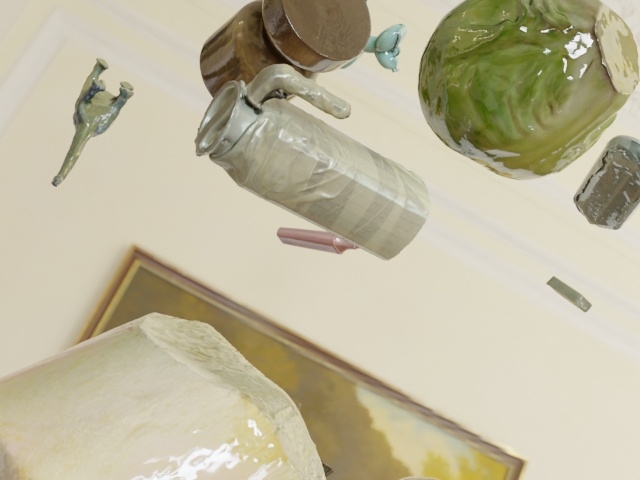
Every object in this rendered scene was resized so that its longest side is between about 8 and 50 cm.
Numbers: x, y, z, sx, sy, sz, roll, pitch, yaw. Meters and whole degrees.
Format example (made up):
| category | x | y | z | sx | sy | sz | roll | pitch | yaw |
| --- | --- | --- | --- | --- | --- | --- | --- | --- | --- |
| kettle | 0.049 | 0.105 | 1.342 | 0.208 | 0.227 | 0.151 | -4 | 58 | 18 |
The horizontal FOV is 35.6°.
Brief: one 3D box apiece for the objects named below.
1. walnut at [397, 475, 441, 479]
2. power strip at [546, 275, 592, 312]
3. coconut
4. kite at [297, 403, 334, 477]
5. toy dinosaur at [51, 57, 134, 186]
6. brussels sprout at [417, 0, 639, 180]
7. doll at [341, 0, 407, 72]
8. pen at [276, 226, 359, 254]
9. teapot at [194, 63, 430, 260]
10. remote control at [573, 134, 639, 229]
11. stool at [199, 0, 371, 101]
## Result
| category | x | y | z | sx | sy | sz | roll | pitch | yaw |
| --- | --- | --- | --- | --- | --- | --- | --- | --- | --- |
| walnut | 0.032 | 0.275 | 0.813 | 0.087 | 0.167 | 0.211 | 27 | -61 | -2 |
| power strip | 0.332 | 0.071 | 1.340 | 0.027 | 0.017 | 0.083 | 41 | 3 | -31 |
| coconut | -0.139 | 0.186 | 0.696 | 0.239 | 0.244 | 0.239 | 41 | -35 | 37 |
| kite | -0.042 | 0.362 | 1.664 | 0.014 | 0.183 | 0.241 | 4 | 8 | -32 |
| toy dinosaur | -0.376 | -0.222 | 1.666 | 0.076 | 0.363 | 0.147 | 31 | -64 | -18 |
| brussels sprout | 0.234 | -0.187 | 1.153 | 0.244 | 0.244 | 0.244 | 21 | -24 | 10 |
| doll | 0.087 | -0.383 | 1.886 | 0.158 | 0.059 | 0.159 | -11 | -67 | 38 |
| pen | 0.000 | 0.000 | 2.022 | 0.197 | 0.032 | 0.053 | 9 | -30 | 33 |
| teapot | 0.003 | -0.069 | 0.833 | 0.200 | 0.077 | 0.107 | 26 | -57 | -27 |
| remote control | 0.486 | -0.090 | 1.642 | 0.104 | 0.052 | 0.247 | 38 | -19 | 14 |
| stool | -0.064 | -0.330 | 1.668 | 0.179 | 0.179 | 0.264 | 36 | -34 | -22 |
